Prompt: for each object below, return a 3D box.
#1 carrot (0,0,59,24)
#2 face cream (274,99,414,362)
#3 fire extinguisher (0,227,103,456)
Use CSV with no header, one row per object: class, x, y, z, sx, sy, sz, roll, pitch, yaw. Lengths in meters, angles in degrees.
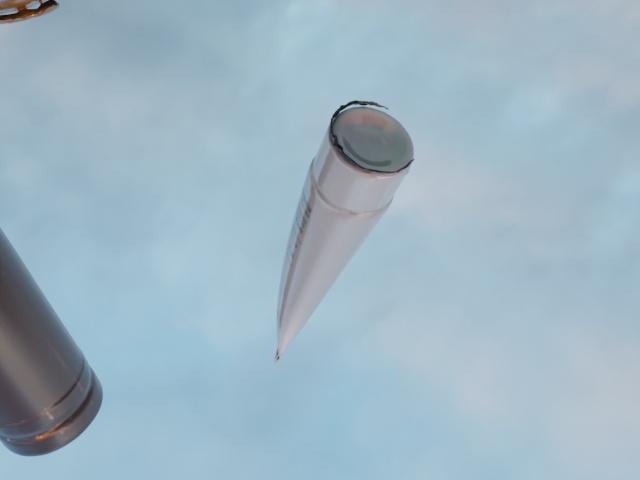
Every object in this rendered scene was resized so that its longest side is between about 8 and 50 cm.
carrot,-0.237,-0.259,0.358,0.224,0.224,0.340,9,-179,-6
face cream,0.000,0.000,0.520,0.058,0.244,0.092,14,-126,-10
fire extinguisher,-0.329,0.058,0.653,0.135,0.337,0.114,-13,-142,2
